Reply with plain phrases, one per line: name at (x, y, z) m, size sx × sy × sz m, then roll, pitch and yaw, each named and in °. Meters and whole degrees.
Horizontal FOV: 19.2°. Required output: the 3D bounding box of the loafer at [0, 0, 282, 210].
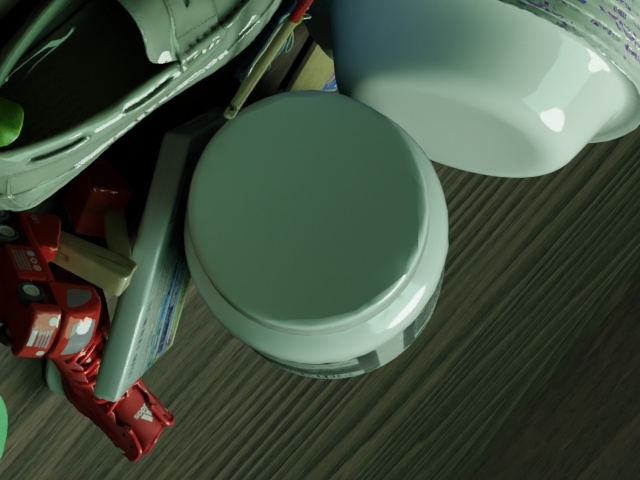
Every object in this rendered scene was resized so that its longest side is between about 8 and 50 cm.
loafer at (-0.117, -0.145, 1.253) m, size 0.319 × 0.112 × 0.111 m, roll -47°, pitch 177°, yaw -9°

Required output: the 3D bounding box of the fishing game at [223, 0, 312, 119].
fishing game at (-0.004, -0.188, 1.378) m, size 0.189 × 0.041 × 0.264 m, roll -52°, pitch -169°, yaw 31°

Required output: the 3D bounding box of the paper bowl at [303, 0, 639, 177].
paper bowl at (0.125, -0.151, 1.500) m, size 0.284 × 0.284 × 0.148 m, roll 67°, pitch 41°, yaw -69°

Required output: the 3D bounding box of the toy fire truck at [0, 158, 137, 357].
toy fire truck at (-0.183, 0.011, 1.367) m, size 0.135 × 0.192 × 0.047 m, roll 5°, pitch 127°, yaw -34°

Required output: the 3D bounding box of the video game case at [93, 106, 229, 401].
video game case at (-0.121, 0.005, 1.500) m, size 0.193 × 0.023 × 0.212 m, roll -50°, pitch 157°, yaw -77°

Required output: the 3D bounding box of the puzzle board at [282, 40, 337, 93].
puzzle board at (0.020, -0.184, 1.670) m, size 0.128 × 0.011 × 0.096 m, roll -57°, pitch 162°, yaw 21°

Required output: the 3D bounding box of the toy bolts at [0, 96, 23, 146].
toy bolts at (-0.309, -0.025, 1.091) m, size 0.229 × 0.158 × 0.218 m, roll -60°, pitch -158°, yaw -3°

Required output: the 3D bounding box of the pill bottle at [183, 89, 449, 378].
pill bottle at (0.000, 0.000, 1.498) m, size 0.204 × 0.204 × 0.361 m, roll -49°, pitch 173°, yaw -4°

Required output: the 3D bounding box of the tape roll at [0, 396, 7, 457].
tape roll at (-0.373, 0.206, 1.394) m, size 0.321 × 0.077 × 0.321 m, roll -43°, pitch 161°, yaw -19°

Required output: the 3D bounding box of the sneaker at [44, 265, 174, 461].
sneaker at (-0.174, 0.104, 1.580) m, size 0.087 × 0.128 × 0.221 m, roll -46°, pitch 161°, yaw -14°
